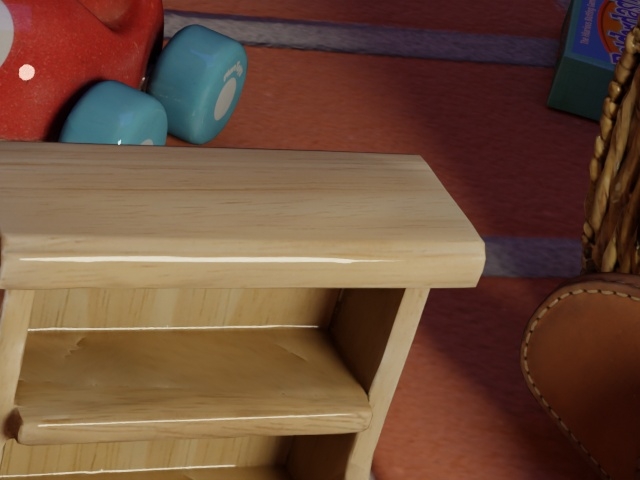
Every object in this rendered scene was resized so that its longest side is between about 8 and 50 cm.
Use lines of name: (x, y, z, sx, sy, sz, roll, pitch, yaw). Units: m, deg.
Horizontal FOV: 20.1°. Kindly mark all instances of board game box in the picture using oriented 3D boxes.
board game box: (0.284, -0.122, 1.373, 0.210, 0.047, 0.160, 17, 31, 2)

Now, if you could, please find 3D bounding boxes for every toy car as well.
toy car: (-0.159, -0.181, 1.074, 0.219, 0.238, 0.210, 24, 32, 14)

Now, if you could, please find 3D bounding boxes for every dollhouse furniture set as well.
dollhouse furniture set: (-0.003, 0.180, 0.544, 0.362, 0.256, 0.394, 0, 34, -24)

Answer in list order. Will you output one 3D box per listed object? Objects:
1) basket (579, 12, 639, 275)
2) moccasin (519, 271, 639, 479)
basket: (0.298, -0.041, 1.004, 0.223, 0.299, 0.213, -8, 37, -31)
moccasin: (0.220, 0.150, 0.833, 0.147, 0.139, 0.380, -2, 44, -43)
